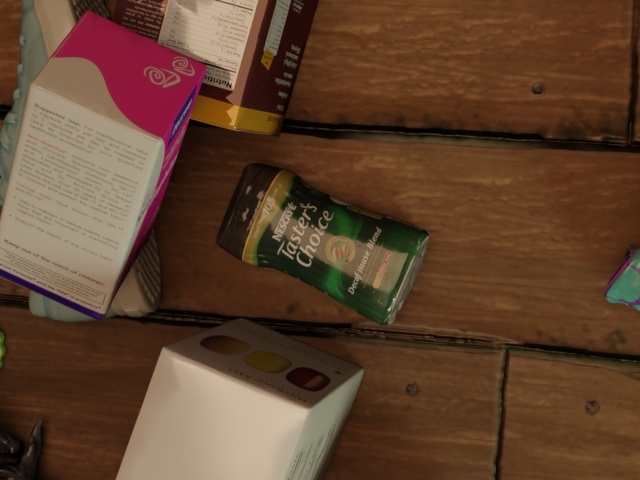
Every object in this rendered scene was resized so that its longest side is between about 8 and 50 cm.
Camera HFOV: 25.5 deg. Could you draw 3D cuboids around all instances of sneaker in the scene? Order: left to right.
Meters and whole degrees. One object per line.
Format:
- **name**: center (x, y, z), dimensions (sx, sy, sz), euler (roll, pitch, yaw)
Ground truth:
- **sneaker**: center (-0.257, -0.097, 1.321), dimensions (0.150, 0.135, 0.366), euler (-11, 90, 7)

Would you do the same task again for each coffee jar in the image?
- **coffee jar**: center (0.000, 0.000, 1.301), dimensions (0.184, 0.079, 0.096), euler (23, 97, 10)

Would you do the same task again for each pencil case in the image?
- **pencil case**: center (0.327, 0.063, 1.245), dimensions (0.151, 0.064, 0.070), euler (34, 137, 7)

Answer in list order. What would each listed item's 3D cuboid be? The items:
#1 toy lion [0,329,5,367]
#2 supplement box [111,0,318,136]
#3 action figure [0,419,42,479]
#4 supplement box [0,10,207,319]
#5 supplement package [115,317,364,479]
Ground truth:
- **toy lion**: center (-0.365, 0.114, 1.408), dimensions (0.096, 0.034, 0.100), euler (24, 97, 2)
- **supplement box**: center (-0.088, -0.203, 1.252), dimensions (0.129, 0.191, 0.194), euler (17, 95, 9)
- **action figure**: center (-0.375, 0.228, 1.359), dimensions (0.275, 0.141, 0.164), euler (14, 84, 12)
- **supplement box**: center (-0.185, -0.058, 1.157), dimensions (0.113, 0.111, 0.220), euler (24, 134, 0)
- **supplement package**: center (-0.064, 0.163, 1.237), dimensions (0.139, 0.244, 0.134), euler (21, 97, 9)
